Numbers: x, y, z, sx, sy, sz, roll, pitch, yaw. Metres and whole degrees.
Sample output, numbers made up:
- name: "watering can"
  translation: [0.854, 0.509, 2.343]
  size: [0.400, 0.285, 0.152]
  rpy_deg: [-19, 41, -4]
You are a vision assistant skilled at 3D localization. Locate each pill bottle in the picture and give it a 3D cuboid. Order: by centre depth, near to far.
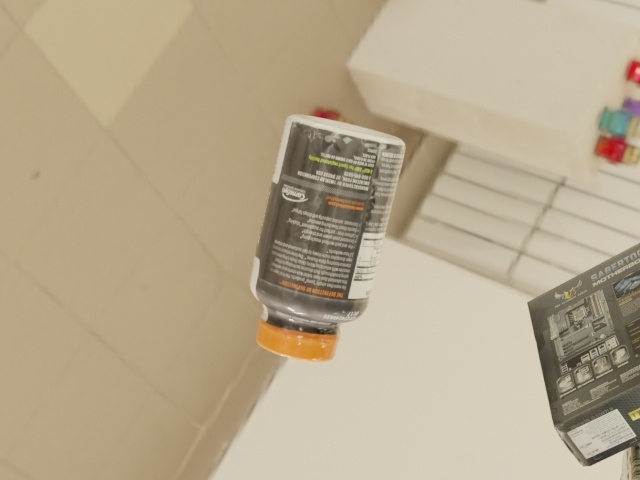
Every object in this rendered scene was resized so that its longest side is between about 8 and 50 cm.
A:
- name: "pill bottle"
  translation: [0.000, 0.000, 1.270]
  size: [0.130, 0.130, 0.246]
  rpy_deg: [0, 106, -58]

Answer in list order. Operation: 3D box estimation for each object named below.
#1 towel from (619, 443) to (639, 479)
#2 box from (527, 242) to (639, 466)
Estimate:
- name: "towel"
  translation: [0.277, 0.334, 1.037]
  size: [0.324, 0.056, 0.312]
  rpy_deg: [-63, 155, -61]
- name: "box"
  translation: [0.295, 0.067, 1.017]
  size: [0.059, 0.232, 0.183]
  rpy_deg: [51, 20, -25]
